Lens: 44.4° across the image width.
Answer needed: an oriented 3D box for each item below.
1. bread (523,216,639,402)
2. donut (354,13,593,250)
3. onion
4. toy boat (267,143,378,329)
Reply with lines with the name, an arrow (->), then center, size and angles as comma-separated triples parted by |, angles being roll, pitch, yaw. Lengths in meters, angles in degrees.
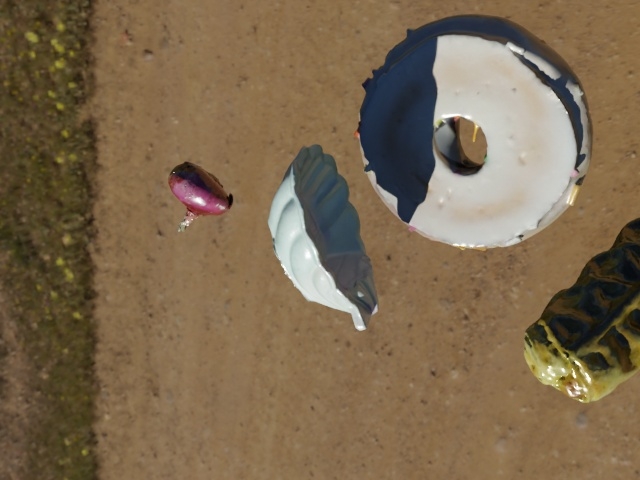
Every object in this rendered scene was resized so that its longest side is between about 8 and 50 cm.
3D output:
bread -> 0.311, -0.010, 0.640 | 0.084, 0.367, 0.077 | 41, 169, 41
donut -> 0.244, -0.170, 1.258 | 0.383, 0.142, 0.382 | 9, 111, 23
onion -> -0.264, -0.081, 1.632 | 0.150, 0.150, 0.140 | 37, 91, 29
toy boat -> 0.000, 0.000, 1.182 | 0.100, 0.199, 0.290 | -16, 112, 26
